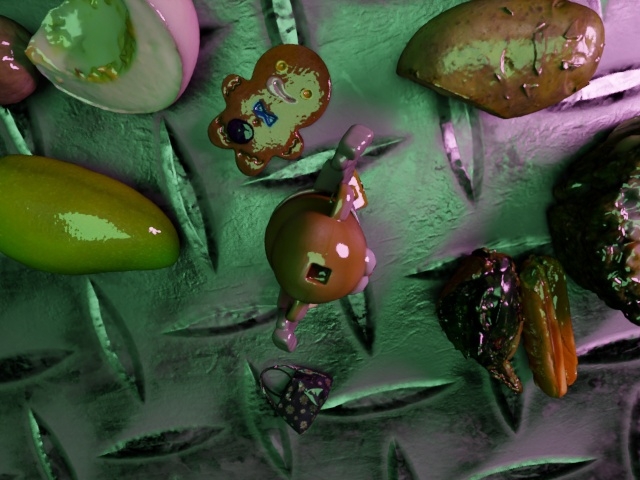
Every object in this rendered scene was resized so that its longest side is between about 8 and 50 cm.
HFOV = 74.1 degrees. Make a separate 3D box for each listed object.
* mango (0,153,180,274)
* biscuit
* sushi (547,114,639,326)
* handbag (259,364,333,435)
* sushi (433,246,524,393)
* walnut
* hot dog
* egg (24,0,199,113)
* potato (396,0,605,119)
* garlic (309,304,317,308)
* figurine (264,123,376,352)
[{"bbox_3d":[-0.412,-0.028,0.731,0.343,0.156,0.192,18,105,-4],"label":"mango"},{"bbox_3d":[-0.085,-0.227,0.729,0.180,0.039,0.236,43,100,-7],"label":"biscuit"},{"bbox_3d":[0.566,-0.057,0.673,0.352,0.178,0.294,-29,100,8],"label":"sushi"},{"bbox_3d":[-0.060,0.303,0.848,0.139,0.072,0.115,31,105,-1],"label":"handbag"},{"bbox_3d":[0.281,0.140,0.753,0.149,0.140,0.286,-8,103,-2],"label":"sushi"},{"bbox_3d":[-0.536,-0.289,0.681,0.162,0.140,0.140,-6,104,-6],"label":"walnut"},{"bbox_3d":[0.415,0.153,0.775,0.115,0.072,0.268,-17,99,-31],"label":"hot dog"},{"bbox_3d":[-0.287,-0.326,0.650,0.206,0.161,0.271,32,143,-30],"label":"egg"},{"bbox_3d":[0.268,-0.276,0.651,0.299,0.141,0.175,1,102,12],"label":"potato"},{"bbox_3d":[-0.041,0.103,0.812,0.083,0.041,0.053,40,90,-16],"label":"garlic"},{"bbox_3d":[-0.001,0.001,0.656,0.167,0.285,0.342,-1,103,4],"label":"figurine"}]
